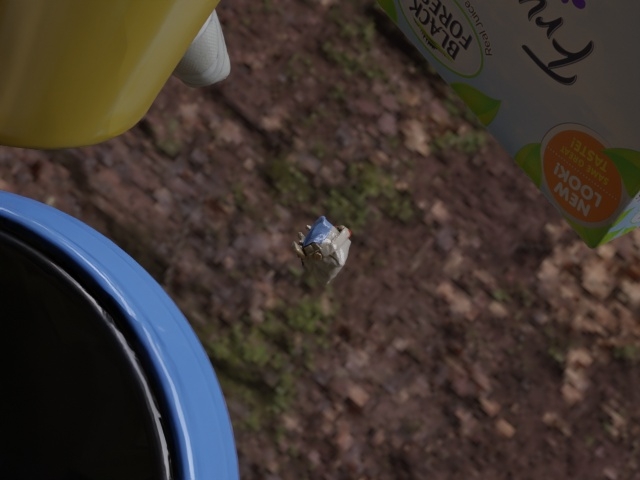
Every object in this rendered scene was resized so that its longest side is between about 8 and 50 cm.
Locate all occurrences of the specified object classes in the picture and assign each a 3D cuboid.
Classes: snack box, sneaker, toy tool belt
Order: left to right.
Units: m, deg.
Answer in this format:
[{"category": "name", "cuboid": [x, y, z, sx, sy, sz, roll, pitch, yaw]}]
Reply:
[{"category": "sneaker", "cuboid": [-0.158, -0.226, 1.177, 0.262, 0.099, 0.121, 60, -2, 34]}, {"category": "toy tool belt", "cuboid": [0.000, 0.000, 1.277, 0.051, 0.052, 0.083, 34, 28, -10]}, {"category": "snack box", "cuboid": [0.054, -0.083, 0.336, 0.141, 0.037, 0.100, 52, -36, 20]}]

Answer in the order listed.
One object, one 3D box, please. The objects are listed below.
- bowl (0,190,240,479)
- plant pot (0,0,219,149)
[{"category": "bowl", "cuboid": [-0.241, 0.154, 0.767, 0.391, 0.391, 0.077, 40, -2, 12]}, {"category": "plant pot", "cuboid": [-0.118, -0.182, 0.626, 0.254, 0.239, 0.254, 17, 35, -12]}]
